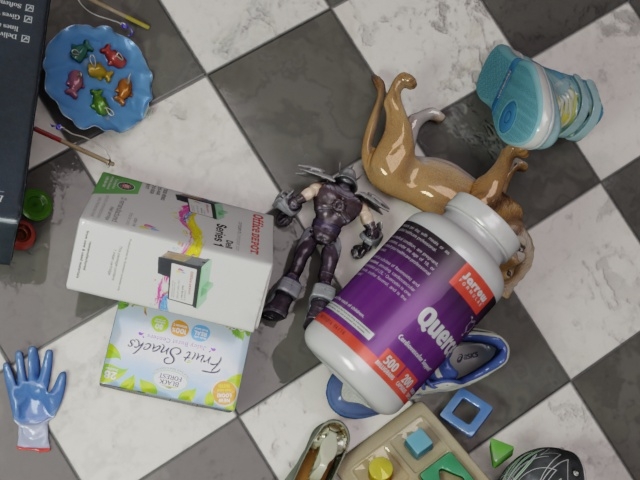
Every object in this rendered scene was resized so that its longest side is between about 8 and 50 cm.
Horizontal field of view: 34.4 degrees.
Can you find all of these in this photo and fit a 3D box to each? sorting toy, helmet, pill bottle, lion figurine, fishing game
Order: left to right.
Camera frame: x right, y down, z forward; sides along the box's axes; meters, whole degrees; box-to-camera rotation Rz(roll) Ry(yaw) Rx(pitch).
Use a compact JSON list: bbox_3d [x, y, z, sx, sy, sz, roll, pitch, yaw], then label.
[{"bbox_3d":[-0.457,-0.031,1.586,0.061,0.042,0.102,31,62,-20],"label":"sorting toy"},{"bbox_3d":[-0.341,-0.254,1.618,0.189,0.041,0.264,27,64,-29],"label":"fishing game"},{"bbox_3d":[0.141,0.359,1.576,0.347,0.047,0.196,-34,60,-16],"label":"sorting toy"},{"bbox_3d":[0.141,0.086,1.514,0.181,0.181,0.323,43,83,0],"label":"pill bottle"},{"bbox_3d":[0.193,-0.090,1.691,0.392,0.142,0.240,32,82,11],"label":"lion figurine"},{"bbox_3d":[0.345,0.407,1.591,0.169,0.169,0.162,-39,104,-16],"label":"helmet"}]

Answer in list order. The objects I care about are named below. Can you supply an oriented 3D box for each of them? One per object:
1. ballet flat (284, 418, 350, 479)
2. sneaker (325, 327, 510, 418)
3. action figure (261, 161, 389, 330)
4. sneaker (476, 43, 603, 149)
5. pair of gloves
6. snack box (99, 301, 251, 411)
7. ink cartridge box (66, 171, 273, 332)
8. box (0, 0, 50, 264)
[{"bbox_3d":[-0.016,0.362,1.551,0.072,0.068,0.213,29,60,-5],"label":"ballet flat"},{"bbox_3d":[0.152,0.195,1.611,0.296,0.131,0.112,-18,85,-13],"label":"sneaker"},{"bbox_3d":[0.000,0.000,1.642,0.185,0.099,0.285,21,72,1],"label":"action figure"},{"bbox_3d":[0.384,-0.211,1.670,0.208,0.319,0.127,20,116,-13],"label":"sneaker"},{"bbox_3d":[-0.480,0.236,1.532,0.198,0.023,0.159,3,78,-11],"label":"pair of gloves"},{"bbox_3d":[-0.216,0.157,1.576,0.207,0.070,0.175,14,76,-7],"label":"snack box"},{"bbox_3d":[-0.212,0.014,1.526,0.278,0.201,0.117,14,111,-8],"label":"ink cartridge box"},{"bbox_3d":[-0.554,-0.193,1.460,0.293,0.212,0.396,8,70,-17],"label":"box"}]
